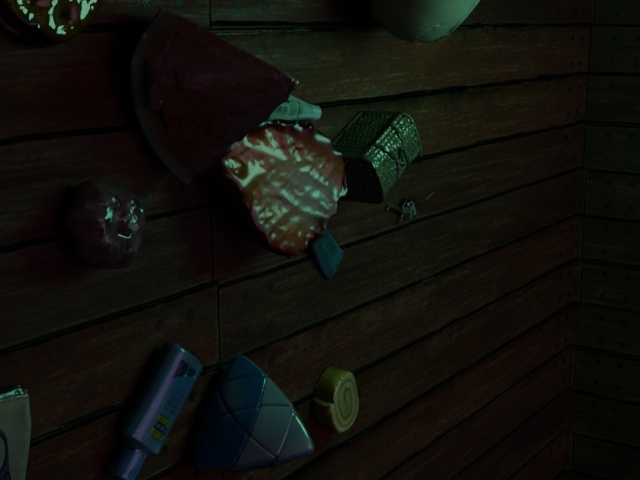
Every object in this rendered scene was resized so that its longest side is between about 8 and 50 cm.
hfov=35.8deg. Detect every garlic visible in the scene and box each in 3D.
[{"bbox_3d":[-0.348,-0.025,1.628,0.147,0.102,0.159,-51,135,-35],"label":"garlic"}]

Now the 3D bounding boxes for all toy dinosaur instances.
[{"bbox_3d":[0.226,-0.082,2.512,0.180,0.037,0.058,-24,122,-50],"label":"toy dinosaur"}]

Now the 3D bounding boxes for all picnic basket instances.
[{"bbox_3d":[0.122,-0.189,2.232,0.196,0.154,0.134,-50,136,-38],"label":"picnic basket"}]

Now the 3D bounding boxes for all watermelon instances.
[{"bbox_3d":[-0.172,-0.294,1.714,0.283,0.293,0.250,57,22,-48],"label":"watermelon"}]

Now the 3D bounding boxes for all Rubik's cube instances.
[{"bbox_3d":[-0.130,0.399,1.946,0.254,0.255,0.254,-18,112,-53],"label":"Rubik's cube"}]

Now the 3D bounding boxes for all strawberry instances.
[{"bbox_3d":[-0.103,-0.121,1.943,0.336,0.149,0.265,33,77,-43],"label":"strawberry"}]

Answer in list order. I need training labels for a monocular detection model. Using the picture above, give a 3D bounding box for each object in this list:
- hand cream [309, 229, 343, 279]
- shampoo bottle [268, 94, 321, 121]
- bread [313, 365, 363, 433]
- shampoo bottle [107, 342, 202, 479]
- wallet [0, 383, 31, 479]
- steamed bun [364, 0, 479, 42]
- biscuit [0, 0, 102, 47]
[{"bbox_3d":[0.000,0.000,2.204,0.083,0.048,0.224,-63,148,-24],"label":"hand cream"},{"bbox_3d":[-0.064,-0.273,2.040,0.191,0.041,0.069,-1,93,-56],"label":"shampoo bottle"},{"bbox_3d":[0.039,0.376,2.311,0.122,0.073,0.149,-40,128,-42],"label":"bread"},{"bbox_3d":[-0.306,0.320,1.805,0.104,0.061,0.258,53,55,-47],"label":"shampoo bottle"},{"bbox_3d":[-0.553,0.349,1.444,0.335,0.068,0.274,-2,97,-57],"label":"wallet"},{"bbox_3d":[0.219,-0.620,2.128,0.241,0.374,0.374,22,77,-23],"label":"steamed bun"},{"bbox_3d":[-0.412,-0.399,1.481,0.220,0.066,0.220,-19,113,-52],"label":"biscuit"}]
